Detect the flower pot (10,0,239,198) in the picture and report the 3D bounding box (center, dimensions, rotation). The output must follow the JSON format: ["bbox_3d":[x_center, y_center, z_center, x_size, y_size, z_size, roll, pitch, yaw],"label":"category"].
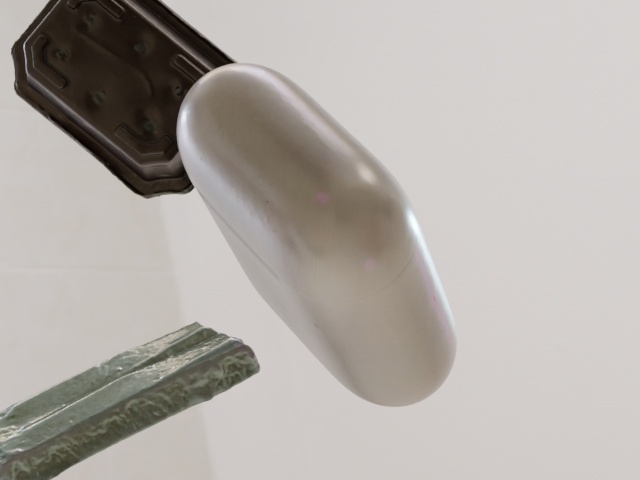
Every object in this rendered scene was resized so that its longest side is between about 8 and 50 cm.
[{"bbox_3d":[-0.205,-0.171,1.706,0.251,0.084,0.179,39,-91,4],"label":"flower pot"}]

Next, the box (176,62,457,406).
[{"bbox_3d":[0.001,-0.001,1.575,0.141,0.349,0.288,-37,-126,-8],"label":"box"}]

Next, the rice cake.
[{"bbox_3d":[-0.163,0.126,1.280,0.085,0.226,0.040,33,-38,55],"label":"rice cake"}]
